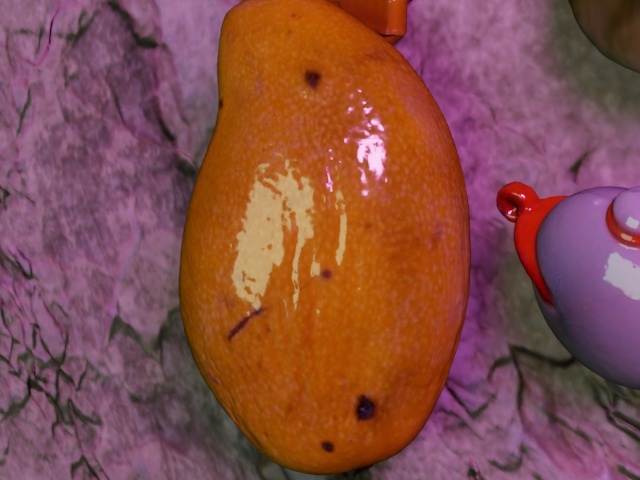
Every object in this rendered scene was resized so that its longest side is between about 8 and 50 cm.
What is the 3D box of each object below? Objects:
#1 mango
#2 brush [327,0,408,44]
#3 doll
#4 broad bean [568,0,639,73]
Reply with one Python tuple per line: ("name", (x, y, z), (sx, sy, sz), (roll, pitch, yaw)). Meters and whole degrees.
("mango", (-0.001, 0.003, 0.829), (0.157, 0.109, 0.262), (0, 109, 19))
("brush", (0.012, -0.050, 0.890), (0.090, 0.017, 0.314), (19, 113, 44))
("doll", (0.171, 0.049, 0.705), (0.245, 0.076, 0.142), (44, 152, 27))
("broad bean", (0.175, -0.148, 0.642), (0.206, 0.072, 0.153), (122, 152, -50))
